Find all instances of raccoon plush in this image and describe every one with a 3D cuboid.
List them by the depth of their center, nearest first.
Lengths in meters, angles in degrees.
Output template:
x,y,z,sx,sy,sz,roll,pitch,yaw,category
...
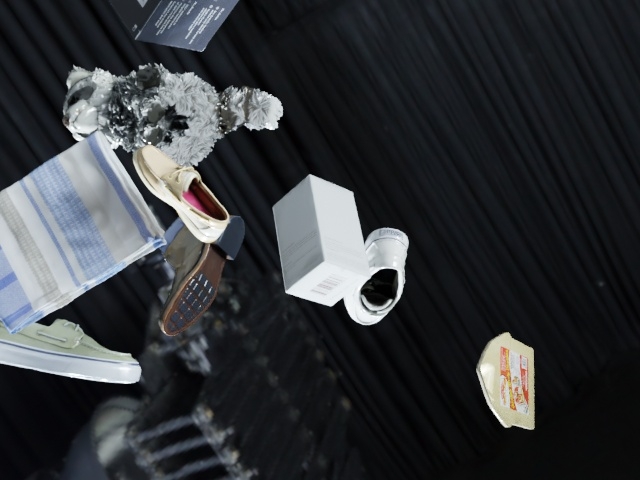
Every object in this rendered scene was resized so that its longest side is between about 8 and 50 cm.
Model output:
x,y,z,sx,sy,sz,roll,pitch,yaw,category
-0.343,-0.264,1.948,0.299,0.216,0.446,17,-172,41,raccoon plush

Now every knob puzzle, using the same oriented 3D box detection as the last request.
x,y,z,sx,sy,sz,roll,pitch,yaw,category
0.367,0.280,1.797,0.030,0.213,0.213,-16,-160,41,knob puzzle

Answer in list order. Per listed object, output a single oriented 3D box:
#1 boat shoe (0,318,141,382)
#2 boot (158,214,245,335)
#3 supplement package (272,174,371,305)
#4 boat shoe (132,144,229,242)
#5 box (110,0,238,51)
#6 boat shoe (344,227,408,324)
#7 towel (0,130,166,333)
x,y,z,sx,sy,sz,roll,pitch,yaw,category
-0.456,0.183,1.543,0.302,0.094,0.109,10,169,2,boat shoe
-0.214,0.046,1.407,0.106,0.082,0.219,15,-119,32,boot
0.000,0.000,1.486,0.105,0.105,0.179,-39,-133,36,supplement package
-0.192,-0.076,1.265,0.059,0.170,0.063,-39,-173,44,boat shoe
-0.222,-0.397,1.427,0.156,0.093,0.158,-47,157,28,box
0.098,0.088,1.558,0.267,0.096,0.088,112,-13,-53,boat shoe
-0.399,-0.013,1.349,0.285,0.209,0.034,-32,171,1,towel
